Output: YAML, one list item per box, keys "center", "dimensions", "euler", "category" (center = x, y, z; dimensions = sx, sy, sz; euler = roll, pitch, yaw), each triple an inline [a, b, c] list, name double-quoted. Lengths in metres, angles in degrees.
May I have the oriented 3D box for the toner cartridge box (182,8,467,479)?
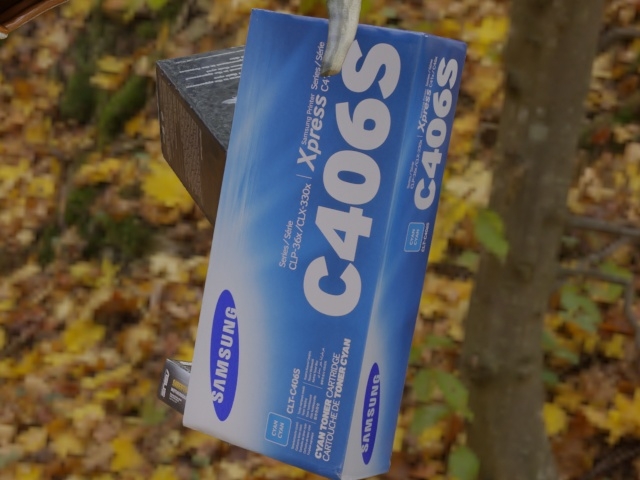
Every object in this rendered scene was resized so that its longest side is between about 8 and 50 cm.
- center: [0.000, 0.000, 1.124]
  dimensions: [0.165, 0.348, 0.075]
  euler: [14, 8, 34]
  category: "toner cartridge box"

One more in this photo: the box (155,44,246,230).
- center: [-0.051, -0.094, 1.316]
  dimensions: [0.153, 0.108, 0.207]
  euler: [-12, 34, -19]
  category: "box"

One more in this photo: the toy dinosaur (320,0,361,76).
- center: [0.025, -0.236, 0.880]
  dimensions: [0.118, 0.268, 0.064]
  euler: [-12, -9, -9]
  category: "toy dinosaur"

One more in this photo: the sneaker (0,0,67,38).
- center: [-0.262, -0.172, 0.874]
  dimensions: [0.290, 0.106, 0.123]
  euler: [-15, 40, -8]
  category: "sneaker"

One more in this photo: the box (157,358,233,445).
- center: [-0.064, 0.212, 1.783]
  dimensions: [0.231, 0.056, 0.183]
  euler: [11, 5, -37]
  category: "box"
